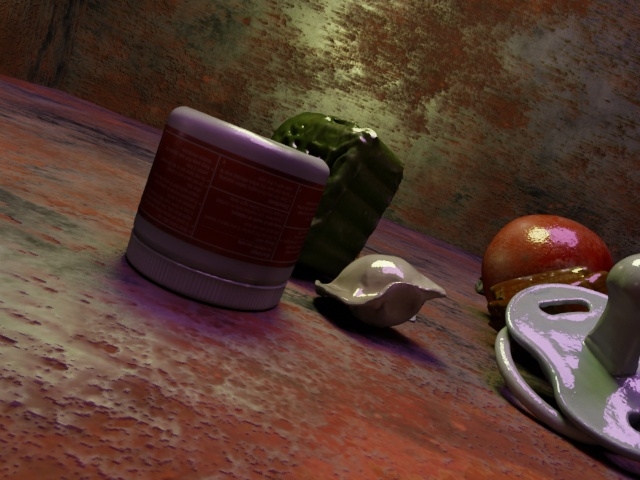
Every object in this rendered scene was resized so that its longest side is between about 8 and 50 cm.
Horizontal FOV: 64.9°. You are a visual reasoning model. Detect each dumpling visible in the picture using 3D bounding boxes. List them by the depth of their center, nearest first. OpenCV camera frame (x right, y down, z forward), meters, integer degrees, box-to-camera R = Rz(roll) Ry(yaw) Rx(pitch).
[{"bbox_3d":[0.073,0.068,0.683,0.169,0.100,0.134,26,13,29],"label":"dumpling"}]

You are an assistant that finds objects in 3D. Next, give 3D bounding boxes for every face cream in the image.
[{"bbox_3d":[-0.110,-0.041,0.614,0.201,0.187,0.201,21,9,-3],"label":"face cream"}]

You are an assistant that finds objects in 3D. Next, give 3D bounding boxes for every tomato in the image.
[{"bbox_3d":[0.481,0.073,1.063,0.264,0.265,0.265,21,9,-3],"label":"tomato"}]

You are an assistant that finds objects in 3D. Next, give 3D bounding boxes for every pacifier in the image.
[{"bbox_3d":[0.348,0.112,0.605,0.238,0.226,0.287,1,32,-9],"label":"pacifier"}]

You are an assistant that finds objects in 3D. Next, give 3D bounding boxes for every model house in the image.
[{"bbox_3d":[0.413,0.148,0.842,0.199,0.219,0.229,64,24,3],"label":"model house"}]

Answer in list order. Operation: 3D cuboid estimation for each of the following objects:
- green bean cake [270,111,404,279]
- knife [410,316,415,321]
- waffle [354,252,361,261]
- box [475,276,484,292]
[{"bbox_3d":[-0.012,-0.089,0.884,0.156,0.250,0.247,30,1,-45],"label":"green bean cake"},{"bbox_3d":[0.157,0.105,0.923,0.058,0.032,0.244,26,14,12],"label":"knife"},{"bbox_3d":[0.005,0.002,1.119,0.191,0.038,0.191,20,9,-3],"label":"waffle"},{"bbox_3d":[0.498,0.106,1.420,0.062,0.122,0.089,34,10,9],"label":"box"}]
